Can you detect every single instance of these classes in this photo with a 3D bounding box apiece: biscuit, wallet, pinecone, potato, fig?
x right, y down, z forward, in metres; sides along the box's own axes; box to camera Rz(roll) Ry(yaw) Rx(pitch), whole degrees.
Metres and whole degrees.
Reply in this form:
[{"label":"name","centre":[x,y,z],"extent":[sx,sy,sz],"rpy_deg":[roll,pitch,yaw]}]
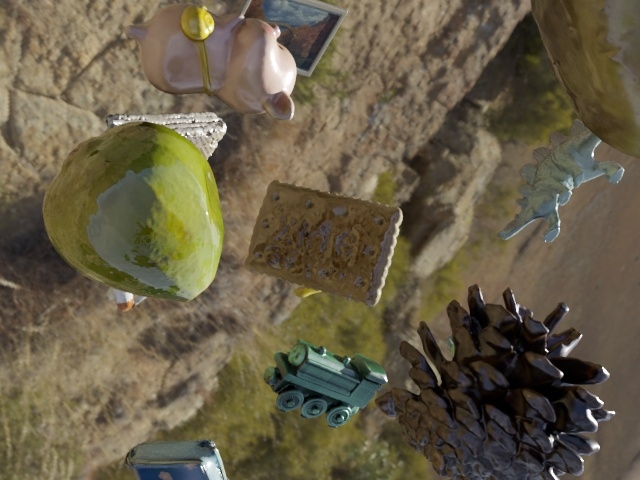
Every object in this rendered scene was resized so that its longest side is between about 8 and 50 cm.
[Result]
[{"label":"biscuit","centre":[0.000,0.000,1.774],"extent":[0.044,0.324,0.217],"rpy_deg":[20,86,-65]},{"label":"wallet","centre":[-0.193,0.385,1.248],"extent":[0.059,0.141,0.202],"rpy_deg":[-69,149,-59]},{"label":"pinecone","centre":[0.184,0.152,0.858],"extent":[0.202,0.228,0.201],"rpy_deg":[34,69,-42]},{"label":"potato","centre":[0.225,-0.198,0.624],"extent":[0.192,0.141,0.296],"rpy_deg":[-79,155,-48]},{"label":"biscuit","centre":[-0.273,-0.166,1.423],"extent":[0.239,0.062,0.108],"rpy_deg":[-13,152,-48]},{"label":"fig","centre":[-0.212,-0.036,1.032],"extent":[0.230,0.207,0.207],"rpy_deg":[26,102,-38]}]

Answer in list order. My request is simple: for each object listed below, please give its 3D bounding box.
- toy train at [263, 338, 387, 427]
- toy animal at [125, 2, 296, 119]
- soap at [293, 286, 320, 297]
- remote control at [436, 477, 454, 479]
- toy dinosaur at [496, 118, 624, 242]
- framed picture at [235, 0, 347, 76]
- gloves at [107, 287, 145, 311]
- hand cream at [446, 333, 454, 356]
[{"label":"toy train","centre":[0.003,0.199,1.208],"extent":[0.170,0.071,0.111],"rpy_deg":[27,108,-34]},{"label":"toy animal","centre":[-0.152,-0.262,1.200],"extent":[0.248,0.165,0.149],"rpy_deg":[20,108,-19]},{"label":"soap","centre":[-0.029,0.120,2.051],"extent":[0.089,0.034,0.012],"rpy_deg":[-17,139,-43]},{"label":"remote control","centre":[0.175,0.308,0.974],"extent":[0.022,0.077,0.245],"rpy_deg":[-1,161,-38]},{"label":"toy dinosaur","centre":[0.242,-0.075,0.800],"extent":[0.209,0.082,0.039],"rpy_deg":[-41,127,0]},{"label":"framed picture","centre":[-0.081,-0.447,1.812],"extent":[0.250,0.016,0.184],"rpy_deg":[5,133,-39]},{"label":"gloves","centre":[-0.375,0.042,1.677],"extent":[0.131,0.140,0.219],"rpy_deg":[-26,137,-18]},{"label":"hand cream","centre":[0.260,0.202,1.361],"extent":[0.095,0.175,0.046],"rpy_deg":[23,101,-22]}]
